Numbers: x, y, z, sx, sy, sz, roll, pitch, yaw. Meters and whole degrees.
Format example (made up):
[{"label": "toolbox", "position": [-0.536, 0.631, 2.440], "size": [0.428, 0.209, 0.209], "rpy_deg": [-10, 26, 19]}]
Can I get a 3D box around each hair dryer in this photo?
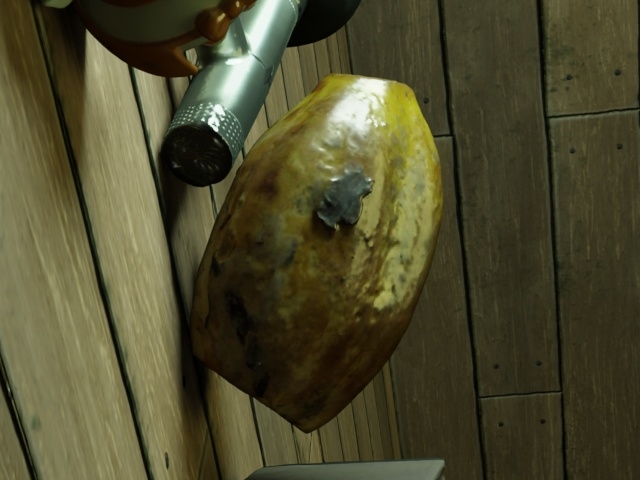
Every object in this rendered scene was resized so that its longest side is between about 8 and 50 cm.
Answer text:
[{"label": "hair dryer", "position": [-0.059, -0.237, 1.216], "size": [0.320, 0.156, 0.284], "rpy_deg": [-68, 164, -58]}]

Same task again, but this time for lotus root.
[{"label": "lotus root", "position": [-0.008, -0.004, 1.198], "size": [0.291, 0.193, 0.193], "rpy_deg": [-64, 170, -4]}]

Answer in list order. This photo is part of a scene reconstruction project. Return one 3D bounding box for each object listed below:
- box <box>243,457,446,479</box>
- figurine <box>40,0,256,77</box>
[{"label": "box", "position": [0.013, 0.278, 1.229], "size": [0.252, 0.188, 0.153], "rpy_deg": [-4, 90, -82]}, {"label": "figurine", "position": [-0.100, -0.178, 0.877], "size": [0.271, 0.143, 0.143], "rpy_deg": [19, 66, -85]}]
